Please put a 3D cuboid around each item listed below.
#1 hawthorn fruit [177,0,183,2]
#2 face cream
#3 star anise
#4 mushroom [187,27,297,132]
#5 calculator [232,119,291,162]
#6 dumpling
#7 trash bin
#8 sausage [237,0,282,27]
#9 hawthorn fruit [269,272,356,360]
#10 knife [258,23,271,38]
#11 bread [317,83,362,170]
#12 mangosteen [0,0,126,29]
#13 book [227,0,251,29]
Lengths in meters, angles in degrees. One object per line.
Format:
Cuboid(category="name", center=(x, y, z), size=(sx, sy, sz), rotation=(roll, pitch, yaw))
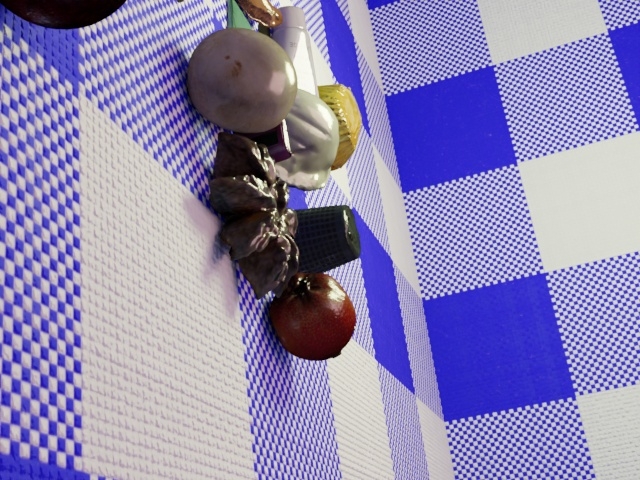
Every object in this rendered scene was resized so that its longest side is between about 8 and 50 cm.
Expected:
Cuboid(category="hawthorn fruit", center=(-0.258, -0.562, 1.489), size=(0.165, 0.165, 0.286), rotation=(-82, 163, -57))
Cuboid(category="face cream", center=(-0.069, -0.445, 2.173), size=(0.154, 0.096, 0.274), rotation=(6, 72, -46))
Cuboid(category="star anise", center=(-0.112, -0.050, 1.576), size=(0.331, 0.117, 0.332), rotation=(-17, 90, -81))
Cuboid(category="mushroom", center=(-0.148, -0.277, 1.584), size=(0.204, 0.204, 0.204), rotation=(-14, 90, -76))
Cuboid(category="calculator", center=(-0.125, -0.238, 1.687), size=(0.034, 0.126, 0.191), rotation=(-17, 93, -55))
Cuboid(category="dumpling", center=(-0.068, -0.219, 1.903), size=(0.175, 0.243, 0.227), rotation=(131, -24, -60))
Cuboid(category="trash bin", center=(0.000, 0.000, 1.871), size=(0.175, 0.161, 0.176), rotation=(-12, 90, -75))
Cuboid(category="sausage", center=(-0.169, -0.575, 1.962), size=(0.304, 0.078, 0.078), rotation=(51, 29, -56))
Cuboid(category="hawthorn fruit", center=(-0.013, 0.158, 1.684), size=(0.169, 0.169, 0.188), rotation=(-83, 157, -56))
Cuboid(category="knife", center=(-0.134, -0.479, 2.111), size=(0.060, 0.028, 0.230), rotation=(42, 33, -46))
Cuboid(category="bread", center=(0.025, -0.300, 2.303), size=(0.240, 0.139, 0.240), rotation=(-13, 90, -73))
Cuboid(category="mangosteen", center=(-0.270, -0.366, 0.978), size=(0.235, 0.261, 0.236), rotation=(-12, 90, -77))
Cuboid(category="book", center=(-0.177, -0.455, 1.920), size=(0.103, 0.017, 0.135), rotation=(52, 26, -53))
